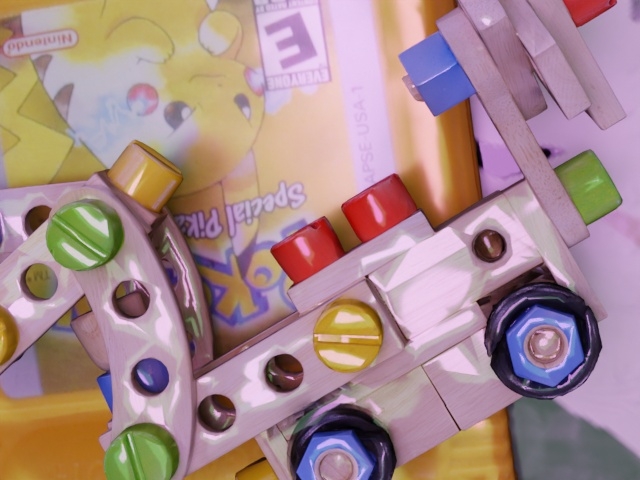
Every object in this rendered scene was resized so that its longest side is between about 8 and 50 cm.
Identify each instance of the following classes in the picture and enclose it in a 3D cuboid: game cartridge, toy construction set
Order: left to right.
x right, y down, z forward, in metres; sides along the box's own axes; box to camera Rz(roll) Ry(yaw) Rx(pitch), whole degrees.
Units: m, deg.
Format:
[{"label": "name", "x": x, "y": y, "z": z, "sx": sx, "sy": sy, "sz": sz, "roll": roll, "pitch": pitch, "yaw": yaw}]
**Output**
[{"label": "game cartridge", "x": -0.062, "y": -0.002, "z": 0.797, "sx": 0.285, "sy": 0.052, "sz": 0.324, "roll": -8, "pitch": 92, "yaw": 9}, {"label": "toy construction set", "x": 0.000, "y": 0.000, "z": 0.702, "sx": 0.327, "sy": 0.151, "sz": 0.215, "roll": -31, "pitch": 91, "yaw": 21}]
